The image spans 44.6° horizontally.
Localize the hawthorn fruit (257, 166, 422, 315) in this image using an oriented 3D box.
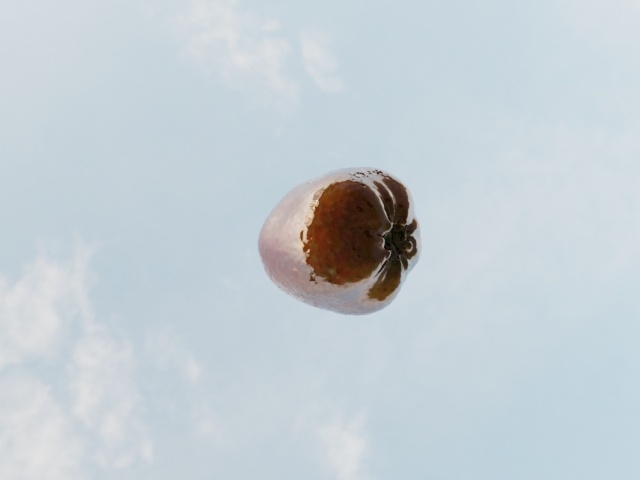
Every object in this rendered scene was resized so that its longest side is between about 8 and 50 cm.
[{"bbox_3d":[0.000,0.000,0.820,0.162,0.203,0.163,4,-96,-50],"label":"hawthorn fruit"}]
